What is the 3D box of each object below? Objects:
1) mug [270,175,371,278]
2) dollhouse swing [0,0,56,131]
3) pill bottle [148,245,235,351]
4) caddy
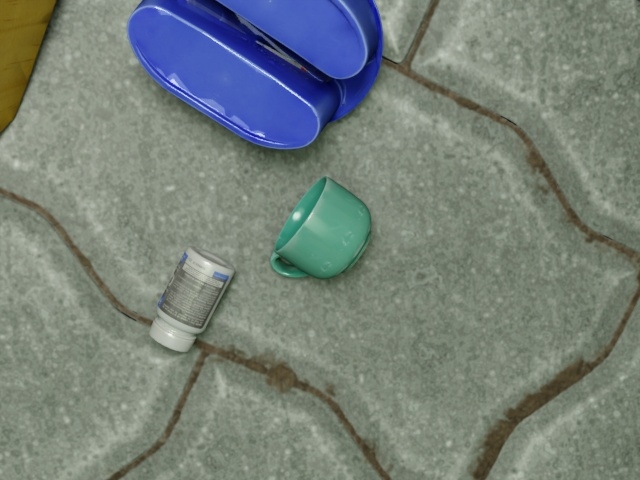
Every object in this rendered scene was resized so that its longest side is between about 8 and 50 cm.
[{"bbox_3d":[0.006,-0.008,1.056,0.097,0.157,0.129,34,69,-12],"label":"mug"},{"bbox_3d":[-0.536,-0.281,0.854,0.305,0.315,0.347,30,113,1],"label":"dollhouse swing"},{"bbox_3d":[-0.185,0.084,1.063,0.078,0.078,0.137,28,94,-9],"label":"pill bottle"},{"bbox_3d":[-0.080,-0.279,0.976,0.341,0.179,0.241,32,116,-10],"label":"caddy"}]
